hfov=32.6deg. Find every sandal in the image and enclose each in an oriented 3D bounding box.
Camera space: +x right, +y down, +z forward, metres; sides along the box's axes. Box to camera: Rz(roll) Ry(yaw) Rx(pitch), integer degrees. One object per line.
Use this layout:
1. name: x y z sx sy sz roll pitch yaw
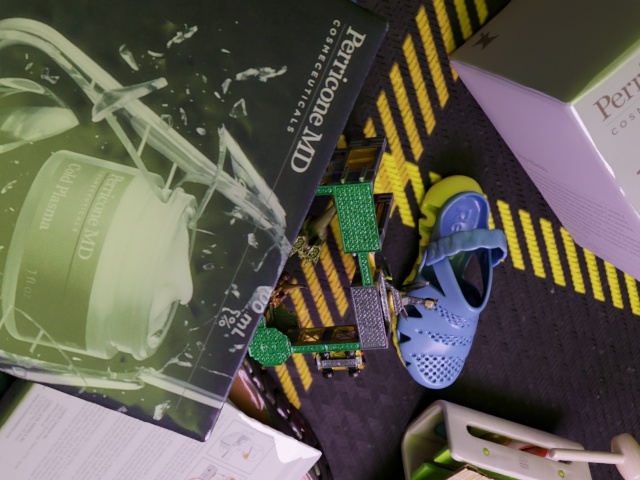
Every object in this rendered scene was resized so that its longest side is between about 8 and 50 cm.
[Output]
1. sandal: 0.188 0.074 1.566 0.126 0.138 0.317 -2 112 -22

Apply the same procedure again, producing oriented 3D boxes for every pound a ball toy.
1. pound a ball toy: 0.313 0.321 1.686 0.319 0.135 0.208 19 133 -24

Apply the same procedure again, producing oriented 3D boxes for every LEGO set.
1. LEGO set: 0.000 0.000 1.477 0.255 0.192 0.331 -12 113 16

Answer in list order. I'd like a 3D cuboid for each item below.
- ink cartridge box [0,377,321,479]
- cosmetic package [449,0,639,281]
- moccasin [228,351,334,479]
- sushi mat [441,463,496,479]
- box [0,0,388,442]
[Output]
1. ink cartridge box: -0.241 0.286 1.460 0.385 0.091 0.308 31 108 -24
2. cosmetic package: 0.453 -0.178 1.463 0.329 0.327 0.393 -42 117 -2
3. moccasin: -0.089 0.300 1.548 0.147 0.139 0.380 -28 121 8
4. sushi mat: 0.159 0.439 1.676 0.151 0.019 0.316 33 123 -29
5. box: -0.266 -0.114 1.134 0.472 0.297 0.480 24 87 -25
